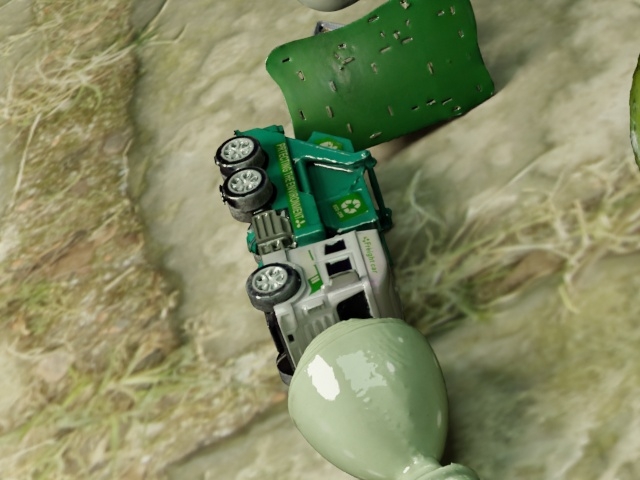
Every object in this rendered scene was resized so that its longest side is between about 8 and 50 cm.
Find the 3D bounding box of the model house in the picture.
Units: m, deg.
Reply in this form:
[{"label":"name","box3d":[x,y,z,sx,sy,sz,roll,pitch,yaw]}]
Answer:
[{"label":"model house","box3d":[0.040,-0.143,1.463,0.167,0.117,0.088,-26,26,-2]}]

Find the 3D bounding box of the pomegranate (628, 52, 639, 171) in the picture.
[{"label":"pomegranate","box3d":[0.320,-0.087,1.172,0.248,0.214,0.214,-14,30,-29]}]

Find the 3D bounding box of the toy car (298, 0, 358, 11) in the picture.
[{"label":"toy car","box3d":[0.021,-0.231,1.472,0.112,0.139,0.112,-33,82,6]}]

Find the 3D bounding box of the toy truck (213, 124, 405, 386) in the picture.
[{"label":"toy truck","box3d":[0.000,0.000,1.355,0.116,0.110,0.216,-18,40,2]}]

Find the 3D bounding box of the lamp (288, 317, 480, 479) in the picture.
[{"label":"lamp","box3d":[0.048,0.130,1.202,0.106,0.106,0.193,-33,49,2]}]
